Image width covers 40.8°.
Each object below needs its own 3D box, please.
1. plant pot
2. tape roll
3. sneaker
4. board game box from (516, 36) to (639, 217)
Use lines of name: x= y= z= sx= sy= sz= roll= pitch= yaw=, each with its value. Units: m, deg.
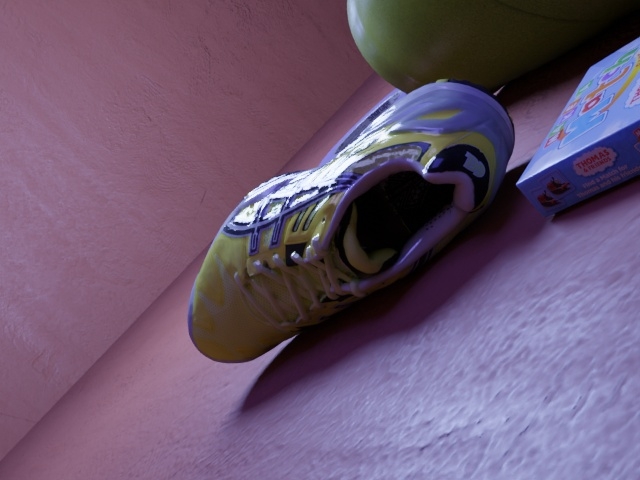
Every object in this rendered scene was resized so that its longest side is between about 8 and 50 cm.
plant pot: x=0.187 y=-0.331 z=0.940 sx=0.366 sy=0.366 sz=0.353 roll=-48 pitch=-1 yaw=-24
tape roll: x=0.090 y=-0.132 z=1.162 sx=0.189 sy=0.080 sz=0.189 roll=-42 pitch=9 yaw=8
sneaker: x=0.000 y=0.000 z=0.781 sx=0.385 sy=0.145 sz=0.147 roll=-41 pitch=10 yaw=27
board game box: x=0.240 y=-0.109 z=0.561 sx=0.160 sy=0.039 sz=0.211 roll=-51 pitch=11 yaw=-35
